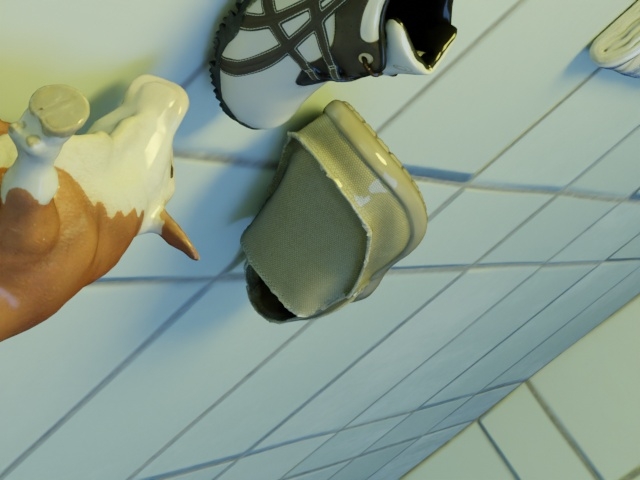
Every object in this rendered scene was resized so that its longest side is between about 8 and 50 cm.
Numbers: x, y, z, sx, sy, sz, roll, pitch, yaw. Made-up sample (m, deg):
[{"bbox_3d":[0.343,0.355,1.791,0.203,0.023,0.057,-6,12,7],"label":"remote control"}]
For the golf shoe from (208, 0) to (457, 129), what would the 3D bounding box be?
[{"bbox_3d":[0.011,-0.102,0.648,0.077,0.094,0.198,-22,161,-37],"label":"golf shoe"}]

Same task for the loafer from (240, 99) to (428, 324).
[{"bbox_3d":[0.000,0.000,0.881,0.092,0.102,0.268,-36,164,-17],"label":"loafer"}]

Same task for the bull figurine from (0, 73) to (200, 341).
[{"bbox_3d":[-0.178,-0.001,0.563,0.310,0.101,0.188,-31,159,-20],"label":"bull figurine"}]

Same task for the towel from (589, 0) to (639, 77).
[{"bbox_3d":[0.348,-0.201,1.098,0.209,0.034,0.285,-41,162,23],"label":"towel"}]
